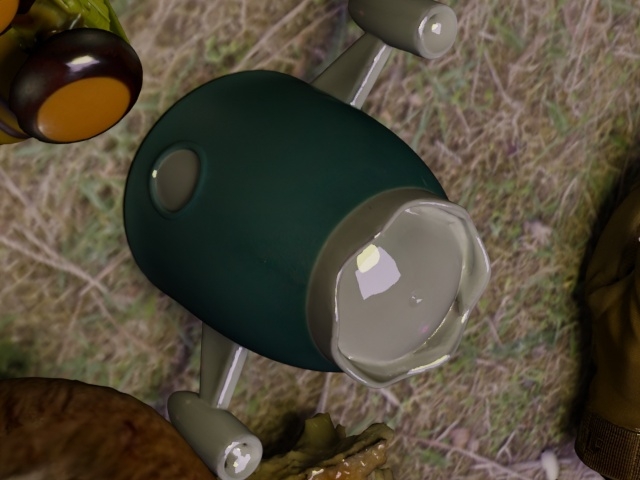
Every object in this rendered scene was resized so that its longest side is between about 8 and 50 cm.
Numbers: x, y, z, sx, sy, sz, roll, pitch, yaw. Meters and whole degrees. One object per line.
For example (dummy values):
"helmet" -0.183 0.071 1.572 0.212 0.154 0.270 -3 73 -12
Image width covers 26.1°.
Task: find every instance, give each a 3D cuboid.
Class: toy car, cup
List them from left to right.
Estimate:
"toy car" -0.185 -0.123 0.572 0.142 0.200 0.248 -32 150 7
"cup" 0.000 0.000 0.789 0.167 0.173 0.299 18 100 -42

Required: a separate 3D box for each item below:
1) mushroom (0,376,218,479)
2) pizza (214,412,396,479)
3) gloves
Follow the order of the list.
"mushroom" -0.170 0.215 0.716 0.283 0.263 0.195 -55 174 -20
"pizza" -0.016 0.218 0.943 0.223 0.089 0.323 -46 134 -3
"gloves" 0.279 0.049 1.064 0.154 0.141 0.331 1 124 -12
